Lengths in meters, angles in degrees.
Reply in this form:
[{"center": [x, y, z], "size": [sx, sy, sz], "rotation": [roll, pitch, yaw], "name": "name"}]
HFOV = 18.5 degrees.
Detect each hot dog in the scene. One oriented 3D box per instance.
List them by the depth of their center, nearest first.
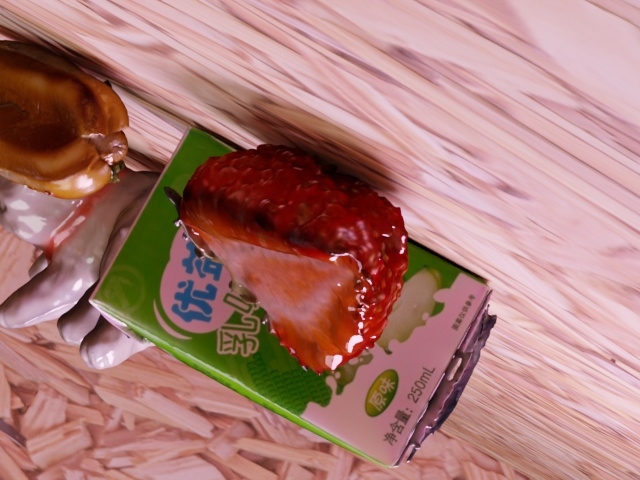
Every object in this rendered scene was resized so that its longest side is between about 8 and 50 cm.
[{"center": [-0.215, -0.093, 1.491], "size": [0.076, 0.104, 0.250], "rotation": [21, 179, -35], "name": "hot dog"}]

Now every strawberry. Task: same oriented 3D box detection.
[{"center": [-0.009, -0.012, 1.254], "size": [0.174, 0.098, 0.228], "rotation": [45, 163, 4], "name": "strawberry"}]

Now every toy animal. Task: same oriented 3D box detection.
[{"center": [-0.212, -0.009, 1.852], "size": [0.266, 0.188, 0.308], "rotation": [-5, -162, 14], "name": "toy animal"}]

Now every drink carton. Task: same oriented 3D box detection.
[{"center": [-0.018, 0.051, 1.463], "size": [0.271, 0.161, 0.108], "rotation": [29, 174, 9], "name": "drink carton"}]
